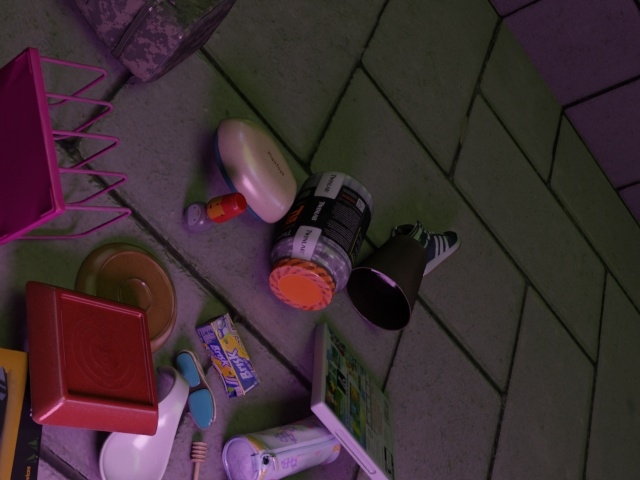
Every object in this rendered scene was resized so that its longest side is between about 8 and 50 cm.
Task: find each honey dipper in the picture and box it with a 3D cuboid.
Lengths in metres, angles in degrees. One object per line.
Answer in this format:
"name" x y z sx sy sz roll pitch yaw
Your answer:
"honey dipper" -0.246 0.475 1.635 0.030 0.030 0.160 27 59 -40

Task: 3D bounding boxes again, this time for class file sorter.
"file sorter" -0.474 -0.158 1.506 0.182 0.202 0.290 0 74 -51

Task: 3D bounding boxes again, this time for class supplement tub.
"supplement tub" 0.000 0.000 1.992 0.193 0.194 0.316 47 43 -25

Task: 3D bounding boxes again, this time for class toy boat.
"toy boat" -0.189 -0.129 1.891 0.267 0.148 0.318 60 32 -20

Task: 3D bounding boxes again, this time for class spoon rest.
"spoon rest" -0.318 0.349 1.560 0.137 0.084 0.276 47 43 -25

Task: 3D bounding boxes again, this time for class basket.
"basket" 0.188 0.093 2.210 0.204 0.154 0.227 49 38 -10

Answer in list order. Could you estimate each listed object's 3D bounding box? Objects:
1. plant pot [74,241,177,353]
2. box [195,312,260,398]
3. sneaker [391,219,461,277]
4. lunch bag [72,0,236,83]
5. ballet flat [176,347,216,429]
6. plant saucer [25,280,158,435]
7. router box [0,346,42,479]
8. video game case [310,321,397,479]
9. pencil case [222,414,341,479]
"plant pot" -0.369 0.113 1.644 0.236 0.032 0.236 22 59 -42
"box" -0.195 0.243 1.771 0.059 0.054 0.168 -30 98 -50
"sneaker" 0.304 -0.005 2.422 0.282 0.099 0.153 -36 104 -47
"lunch bag" -0.361 -0.520 1.804 0.256 0.212 0.305 42 43 -7
"ballet flat" -0.244 0.296 1.695 0.052 0.057 0.168 -8 82 -79
"plant saucer" -0.385 0.201 1.467 0.259 0.048 0.258 22 46 -48
"router box" -0.560 0.313 1.295 0.243 0.081 0.308 20 59 -43
"video game case" 0.079 0.383 1.939 0.300 0.036 0.329 52 17 -20
"pencil case" -0.076 0.441 1.767 0.273 0.124 0.113 0 61 -50
